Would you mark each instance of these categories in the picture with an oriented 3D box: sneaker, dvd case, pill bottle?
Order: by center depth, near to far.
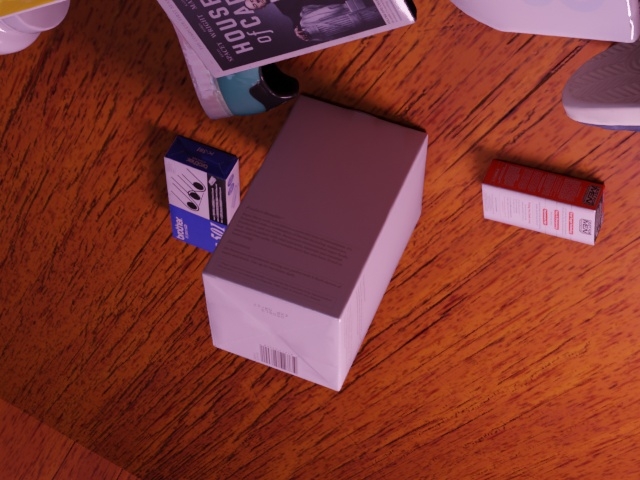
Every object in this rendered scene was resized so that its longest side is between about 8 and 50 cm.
[{"bbox_3d":[0.411,-0.119,1.304,0.350,0.131,0.148,2,137,35],"label":"sneaker"},{"bbox_3d":[-0.045,-0.258,1.356,0.239,0.029,0.179,-13,140,22],"label":"dvd case"},{"bbox_3d":[-0.107,-0.272,1.516,0.121,0.108,0.302,-7,134,14],"label":"sneaker"},{"bbox_3d":[-0.431,-0.296,1.676,0.246,0.136,0.136,-3,138,40],"label":"pill bottle"}]

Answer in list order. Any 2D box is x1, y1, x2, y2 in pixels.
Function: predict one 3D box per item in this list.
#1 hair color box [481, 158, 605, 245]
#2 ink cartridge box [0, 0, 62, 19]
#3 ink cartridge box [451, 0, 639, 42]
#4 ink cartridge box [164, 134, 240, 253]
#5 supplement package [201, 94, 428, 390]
[{"bbox_3d":[0.268,-0.046,1.611,0.141,0.043,0.072,16,148,20],"label":"hair color box"},{"bbox_3d":[-0.303,-0.392,1.358,0.303,0.072,0.307,-11,123,23],"label":"ink cartridge box"},{"bbox_3d":[0.106,-0.338,1.249,0.385,0.091,0.308,8,145,27],"label":"ink cartridge box"},{"bbox_3d":[-0.167,-0.058,1.924,0.097,0.046,0.207,21,149,12],"label":"ink cartridge box"},{"bbox_3d":[0.000,0.000,1.641,0.177,0.293,0.175,19,148,14],"label":"supplement package"}]
